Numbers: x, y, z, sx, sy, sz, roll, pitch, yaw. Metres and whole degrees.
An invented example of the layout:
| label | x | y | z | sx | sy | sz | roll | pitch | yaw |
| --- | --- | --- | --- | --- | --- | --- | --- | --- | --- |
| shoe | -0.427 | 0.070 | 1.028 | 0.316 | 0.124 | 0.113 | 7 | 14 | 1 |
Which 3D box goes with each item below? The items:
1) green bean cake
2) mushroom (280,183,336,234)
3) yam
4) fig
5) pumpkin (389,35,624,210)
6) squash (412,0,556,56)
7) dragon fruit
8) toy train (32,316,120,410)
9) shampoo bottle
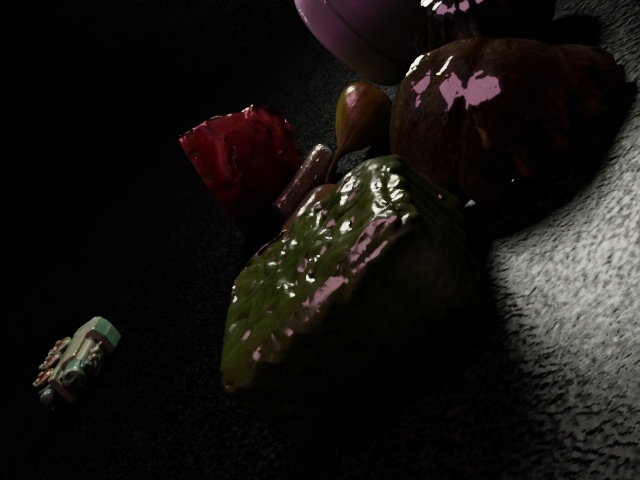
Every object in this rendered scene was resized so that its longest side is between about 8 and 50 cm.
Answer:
| label | x | y | z | sx | sy | sz | roll | pitch | yaw |
| --- | --- | --- | --- | --- | --- | --- | --- | --- | --- |
| green bean cake | 0.023 | 0.042 | 0.743 | 0.248 | 0.125 | 0.222 | -40 | 19 | 16 |
| mushroom | 0.001 | 0.000 | 0.946 | 0.072 | 0.094 | 0.210 | -33 | 17 | 40 |
| yam | -0.022 | -0.084 | 1.222 | 0.132 | 0.054 | 0.054 | -54 | 20 | -24 |
| fig | 0.060 | -0.151 | 1.192 | 0.093 | 0.093 | 0.166 | -7 | 69 | 62 |
| pumpkin | 0.171 | -0.142 | 0.793 | 0.254 | 0.149 | 0.130 | -45 | 10 | -1 |
| squash | 0.203 | -0.288 | 1.022 | 0.193 | 0.156 | 0.193 | -31 | 48 | 41 |
| dragon fruit | -0.107 | -0.096 | 1.270 | 0.163 | 0.262 | 0.189 | -8 | 72 | 8 |
| toy train | -0.434 | 0.218 | 1.431 | 0.125 | 0.081 | 0.194 | -36 | 19 | 14 |
| shampoo bottle | 0.118 | -0.407 | 1.264 | 0.266 | 0.273 | 0.273 | -47 | 15 | 32 |
